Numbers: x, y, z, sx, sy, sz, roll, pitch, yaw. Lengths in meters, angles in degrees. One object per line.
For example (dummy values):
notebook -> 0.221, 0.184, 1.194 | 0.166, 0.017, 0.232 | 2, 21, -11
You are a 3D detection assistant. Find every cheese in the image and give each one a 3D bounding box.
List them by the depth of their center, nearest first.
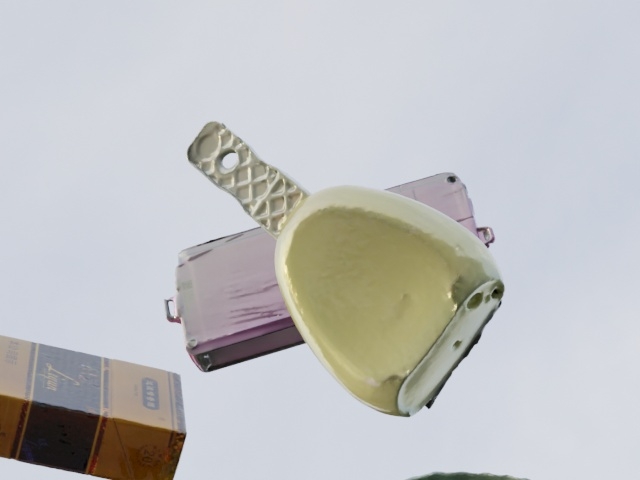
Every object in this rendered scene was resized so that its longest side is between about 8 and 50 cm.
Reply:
cheese -> 0.000, 0.000, 1.109 | 0.127, 0.251, 0.054 | -55, -29, 8

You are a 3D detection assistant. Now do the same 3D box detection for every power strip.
power strip -> 0.007, 0.025, 1.421 | 0.279, 0.109, 0.037 | -17, -37, 6

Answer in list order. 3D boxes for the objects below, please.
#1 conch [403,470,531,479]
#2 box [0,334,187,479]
conch -> 0.099, 0.353, 1.434 | 0.319, 0.303, 0.215 | -22, -57, 7
box -> -0.249, 0.155, 1.602 | 0.237, 0.152, 0.070 | 11, -75, -10
